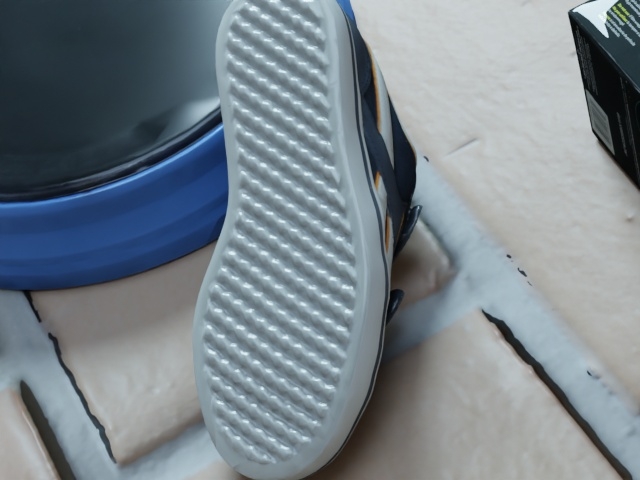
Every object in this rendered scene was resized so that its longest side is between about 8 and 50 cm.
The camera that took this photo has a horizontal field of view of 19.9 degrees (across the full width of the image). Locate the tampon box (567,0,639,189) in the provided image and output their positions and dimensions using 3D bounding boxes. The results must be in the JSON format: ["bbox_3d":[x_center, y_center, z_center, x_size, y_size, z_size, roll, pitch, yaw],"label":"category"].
[{"bbox_3d":[0.258,-0.114,1.163,0.161,0.120,0.101,-26,47,-6],"label":"tampon box"}]

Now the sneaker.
[{"bbox_3d":[0.000,0.000,1.161,0.126,0.127,0.321,-4,73,23],"label":"sneaker"}]

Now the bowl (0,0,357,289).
[{"bbox_3d":[-0.169,-0.136,1.361,0.391,0.077,0.391,-9,48,10],"label":"bowl"}]
